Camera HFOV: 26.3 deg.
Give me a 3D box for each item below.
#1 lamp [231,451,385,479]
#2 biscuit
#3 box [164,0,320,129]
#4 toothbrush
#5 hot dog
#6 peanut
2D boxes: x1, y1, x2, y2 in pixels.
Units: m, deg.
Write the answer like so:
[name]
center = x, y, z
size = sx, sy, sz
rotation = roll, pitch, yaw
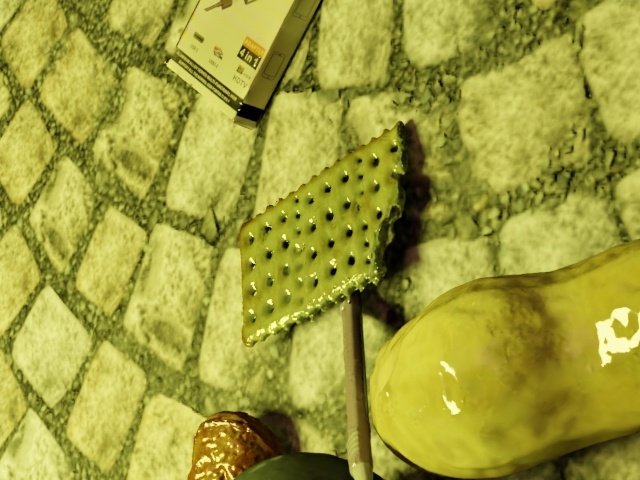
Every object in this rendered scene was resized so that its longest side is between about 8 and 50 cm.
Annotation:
[lamp]
center = 0.041, 0.272, 0.979
size = 0.314, 0.182, 0.182
rotation = 25, 97, 35
[biscuit]
center = 0.001, 0.000, 1.165
size = 0.203, 0.016, 0.144
rotation = -30, 48, 35
[box]
center = -0.051, -0.240, 1.277
size = 0.129, 0.033, 0.247
rotation = 40, 108, 42
[toothbrush]
center = 0.023, 0.143, 1.000
size = 0.354, 0.029, 0.024
rotation = -91, 12, -57
[hot dog]
center = -0.080, 0.220, 1.172
size = 0.099, 0.065, 0.147
rotation = -15, 59, 41
[peanut]
center = 0.157, 0.081, 0.925
size = 0.319, 0.147, 0.147
rotation = -22, 66, 38
